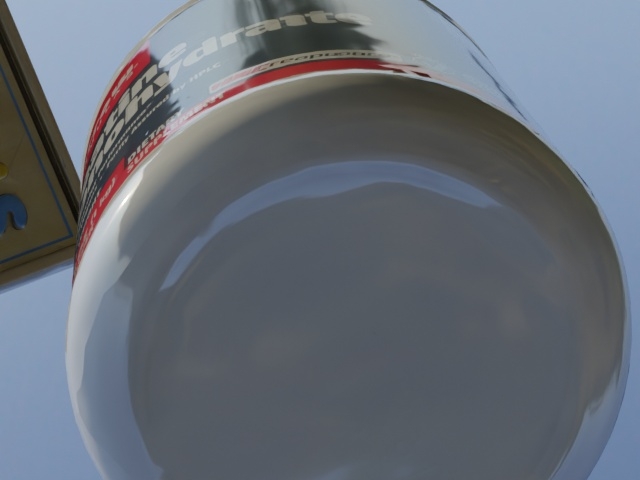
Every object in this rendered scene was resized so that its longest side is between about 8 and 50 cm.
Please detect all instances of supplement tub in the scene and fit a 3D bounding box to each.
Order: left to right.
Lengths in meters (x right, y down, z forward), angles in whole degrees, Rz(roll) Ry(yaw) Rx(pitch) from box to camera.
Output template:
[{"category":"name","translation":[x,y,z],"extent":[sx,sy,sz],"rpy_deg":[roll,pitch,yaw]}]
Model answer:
[{"category":"supplement tub","translation":[0.000,0.000,0.705],"extent":[0.191,0.191,0.272],"rpy_deg":[16,-164,-11]}]

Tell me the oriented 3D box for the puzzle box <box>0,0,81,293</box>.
[{"category":"puzzle box","translation":[-0.345,-0.130,1.242],"extent":[0.272,0.052,0.409],"rpy_deg":[-22,-93,-26]}]
